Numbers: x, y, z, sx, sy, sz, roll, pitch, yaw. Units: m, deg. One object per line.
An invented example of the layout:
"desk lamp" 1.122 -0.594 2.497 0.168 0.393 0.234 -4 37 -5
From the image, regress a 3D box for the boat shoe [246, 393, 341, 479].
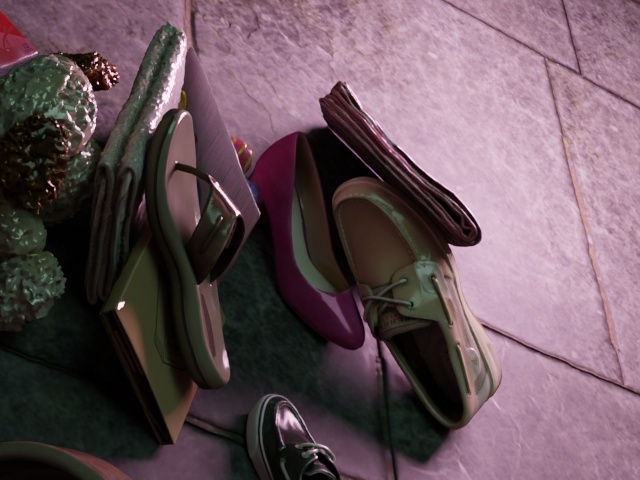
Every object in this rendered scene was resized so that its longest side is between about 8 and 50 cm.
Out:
"boat shoe" -0.011 0.238 1.731 0.077 0.070 0.219 13 45 -38

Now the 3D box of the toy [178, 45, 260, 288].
"toy" -0.110 -0.080 1.902 0.056 0.137 0.237 -5 55 -31

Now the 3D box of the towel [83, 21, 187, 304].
"towel" -0.184 -0.079 1.789 0.049 0.187 0.282 13 39 0

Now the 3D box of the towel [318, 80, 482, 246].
"towel" 0.094 -0.082 2.065 0.237 0.037 0.329 46 1 1

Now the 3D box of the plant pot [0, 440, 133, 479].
"plant pot" -0.180 0.292 1.370 0.229 0.263 0.263 17 40 -61

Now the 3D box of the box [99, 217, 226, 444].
"box" -0.151 0.076 1.726 0.201 0.021 0.164 -71 146 -54

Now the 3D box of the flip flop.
"flip flop" -0.110 0.007 1.704 0.112 0.080 0.277 -19 99 -76

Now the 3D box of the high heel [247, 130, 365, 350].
"high heel" 0.000 0.000 1.956 0.082 0.117 0.244 -3 56 -48

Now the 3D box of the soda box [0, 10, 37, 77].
"soda box" -0.401 -0.156 1.723 0.083 0.092 0.263 48 33 5

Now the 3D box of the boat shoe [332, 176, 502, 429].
"boat shoe" 0.099 0.070 1.956 0.302 0.109 0.098 61 34 -11

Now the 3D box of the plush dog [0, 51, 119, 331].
"plush dog" -0.288 -0.083 1.644 0.210 0.225 0.262 32 36 -17
